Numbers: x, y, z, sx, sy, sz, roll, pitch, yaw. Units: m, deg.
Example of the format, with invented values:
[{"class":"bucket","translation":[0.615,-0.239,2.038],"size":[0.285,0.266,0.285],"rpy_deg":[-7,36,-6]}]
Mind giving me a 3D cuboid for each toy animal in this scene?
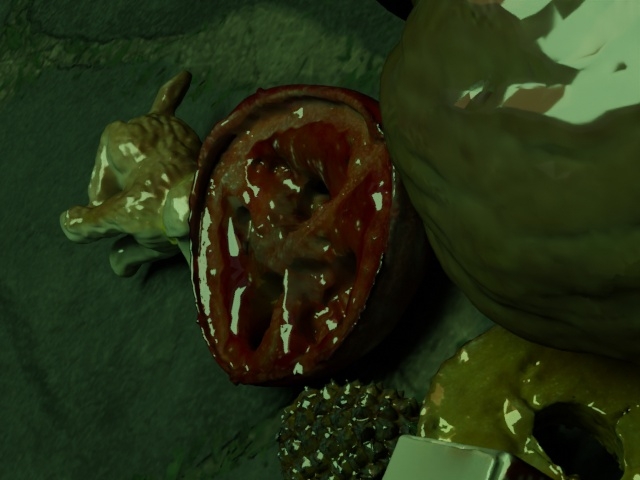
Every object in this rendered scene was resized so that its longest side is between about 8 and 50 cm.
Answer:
[{"class":"toy animal","translation":[-0.099,-0.059,1.417],"size":[0.185,0.104,0.184],"rpy_deg":[2,66,55]}]

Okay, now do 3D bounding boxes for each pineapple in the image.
[{"class":"pineapple","translation":[0.053,0.122,1.110],"size":[0.221,0.083,0.103],"rpy_deg":[-5,60,45]}]

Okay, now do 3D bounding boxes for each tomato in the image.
[{"class":"tomato","translation":[0.001,0.000,1.257],"size":[0.228,0.101,0.228],"rpy_deg":[-17,65,43]}]

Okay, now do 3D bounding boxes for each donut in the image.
[{"class":"donut","translation":[0.141,0.124,0.964],"size":[0.162,0.065,0.178],"rpy_deg":[-24,59,-12]}]

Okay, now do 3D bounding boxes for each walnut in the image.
[{"class":"walnut","translation":[0.209,-0.083,0.895],"size":[0.344,0.306,0.306],"rpy_deg":[6,68,37]}]

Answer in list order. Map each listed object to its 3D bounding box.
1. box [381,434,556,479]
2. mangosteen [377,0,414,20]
[{"class":"box","translation":[0.124,0.241,0.697],"size":[0.069,0.353,0.214],"rpy_deg":[5,67,53]},{"class":"mangosteen","translation":[0.132,-0.281,1.175],"size":[0.306,0.306,0.359],"rpy_deg":[-51,-2,8]}]
